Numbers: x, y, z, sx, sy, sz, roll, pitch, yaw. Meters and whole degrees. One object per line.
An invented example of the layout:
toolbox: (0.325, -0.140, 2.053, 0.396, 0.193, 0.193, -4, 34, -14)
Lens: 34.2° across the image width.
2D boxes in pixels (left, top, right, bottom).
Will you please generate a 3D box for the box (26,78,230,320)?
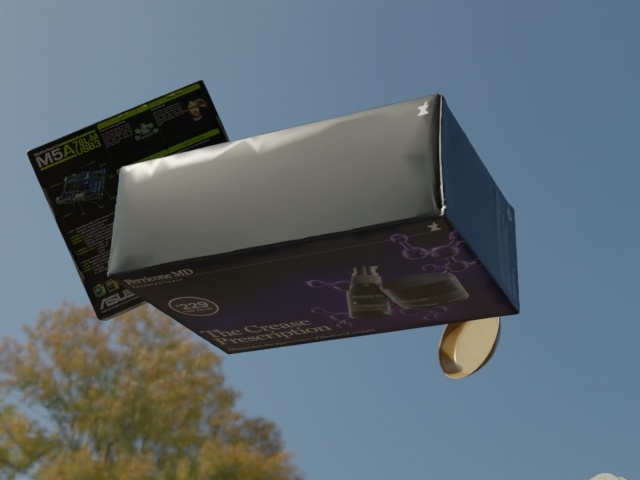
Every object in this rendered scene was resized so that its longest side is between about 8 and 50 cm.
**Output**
box: (-0.167, -0.040, 1.033, 0.191, 0.184, 0.045, -24, -5, -5)

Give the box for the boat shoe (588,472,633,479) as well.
boat shoe: (0.301, 0.351, 0.824, 0.156, 0.500, 0.186, 38, -80, -5)

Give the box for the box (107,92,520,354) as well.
box: (0.000, 0.000, 0.796, 0.261, 0.103, 0.184, -11, -31, 23)

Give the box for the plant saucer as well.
plant saucer: (0.143, 0.093, 0.973, 0.015, 0.083, 0.083, 27, -42, -25)
